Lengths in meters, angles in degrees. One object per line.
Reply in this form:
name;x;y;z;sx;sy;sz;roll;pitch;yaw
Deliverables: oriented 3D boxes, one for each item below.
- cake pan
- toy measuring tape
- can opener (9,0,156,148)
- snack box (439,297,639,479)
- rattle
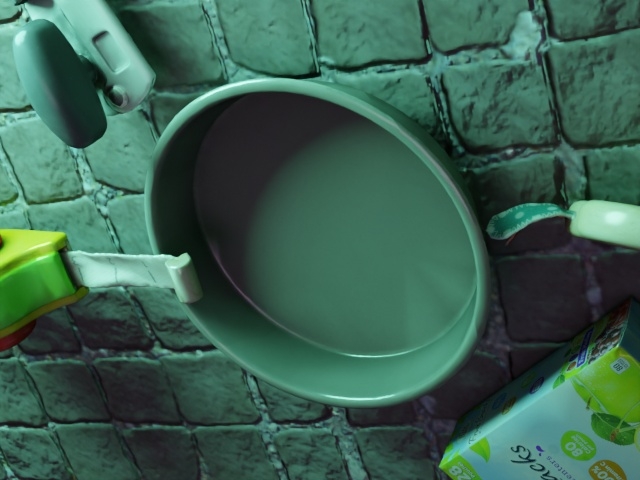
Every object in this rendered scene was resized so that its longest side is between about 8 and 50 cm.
cake pan;0.000;0.000;0.907;0.293;0.054;0.293;14;126;20
toy measuring tape;-0.253;0.046;0.988;0.330;0.121;0.121;4;122;37
can opener;-0.224;-0.207;0.872;0.074;0.093;0.280;-23;104;34
snack box;0.228;0.171;0.914;0.174;0.070;0.207;41;129;-5
rattle;0.217;-0.048;0.792;0.200;0.130;0.142;19;112;50
